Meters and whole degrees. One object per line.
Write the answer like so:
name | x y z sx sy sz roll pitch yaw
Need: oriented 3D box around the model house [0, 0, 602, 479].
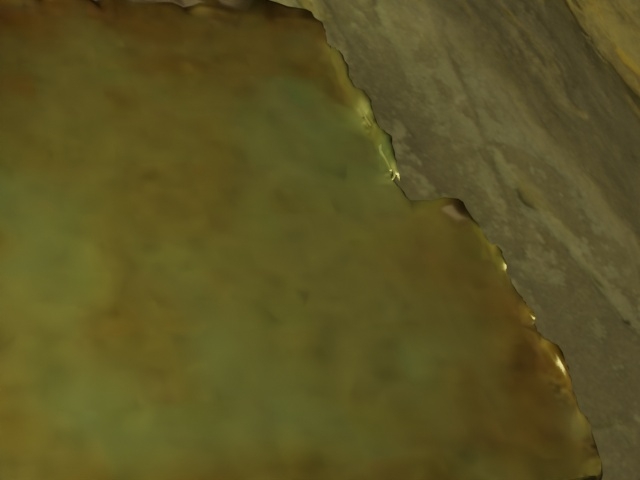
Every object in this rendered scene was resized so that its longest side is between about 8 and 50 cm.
model house | -0.127 0.111 0.771 0.394 0.400 0.446 -5 50 -25
